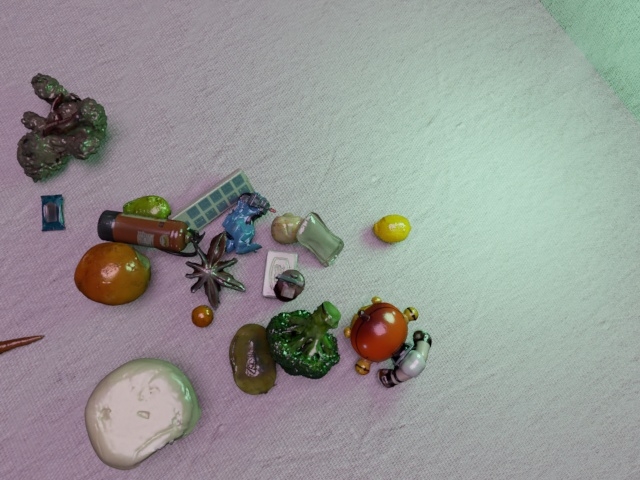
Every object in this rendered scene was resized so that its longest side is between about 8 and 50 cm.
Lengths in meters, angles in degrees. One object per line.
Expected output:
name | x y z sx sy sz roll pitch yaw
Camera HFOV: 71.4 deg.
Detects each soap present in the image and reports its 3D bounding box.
soap | -0.156 0.131 1.697 0.121 0.064 0.183 6 77 -7

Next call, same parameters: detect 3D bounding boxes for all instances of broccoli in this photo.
broccoli | -0.035 0.335 1.551 0.297 0.297 0.297 45 112 5

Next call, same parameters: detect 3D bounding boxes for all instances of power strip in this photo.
power strip | -0.423 -0.138 1.715 0.367 0.106 0.043 -38 39 -13

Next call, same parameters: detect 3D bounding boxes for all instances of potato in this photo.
potato | -0.239 0.418 1.579 0.169 0.143 0.248 4 71 -29

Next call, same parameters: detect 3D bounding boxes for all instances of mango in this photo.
mango | -0.653 -0.110 1.683 0.178 0.100 0.119 1 88 1

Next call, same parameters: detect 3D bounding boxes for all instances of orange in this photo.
orange | -0.431 0.277 1.624 0.084 0.083 0.083 1 77 -6
orange | -0.718 0.116 1.554 0.240 0.240 0.240 1 77 -6

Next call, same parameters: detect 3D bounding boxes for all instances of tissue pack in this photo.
tissue pack | -1.010 -0.104 1.683 0.085 0.028 0.138 -5 82 -4

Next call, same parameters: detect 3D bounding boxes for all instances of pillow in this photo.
pillow | 0.000 0.000 1.703 0.233 0.038 0.130 43 77 -35

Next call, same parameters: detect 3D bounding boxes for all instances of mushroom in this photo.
mushroom | -0.122 -0.046 1.702 0.148 0.148 0.112 -7 59 -8

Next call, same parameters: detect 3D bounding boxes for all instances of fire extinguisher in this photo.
fire extinguisher | -0.588 -0.021 1.621 0.376 0.200 0.113 8 78 2
fire extinguisher | -0.111 0.154 1.527 0.105 0.269 0.104 2 78 -9

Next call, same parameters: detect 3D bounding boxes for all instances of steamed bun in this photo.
steamed bun | -0.582 0.553 1.469 0.334 0.233 0.312 -20 77 -19

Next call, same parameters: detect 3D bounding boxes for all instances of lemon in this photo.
lemon | 0.283 -0.048 1.760 0.155 0.114 0.114 0 77 -5

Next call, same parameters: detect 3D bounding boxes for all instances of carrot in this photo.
carrot | -1.083 0.366 1.557 0.216 0.048 0.048 -16 79 -15

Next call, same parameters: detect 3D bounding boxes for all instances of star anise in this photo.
star anise | -0.390 0.121 1.628 0.198 0.110 0.257 -25 104 -14

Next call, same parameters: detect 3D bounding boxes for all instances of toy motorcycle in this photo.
toy motorcycle | -0.279 -0.058 1.699 0.182 0.123 0.272 25 80 14

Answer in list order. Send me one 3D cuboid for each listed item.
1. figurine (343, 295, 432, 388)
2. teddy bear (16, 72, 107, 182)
figurine | 0.236 0.355 1.618 0.323 0.196 0.320 43 82 -6
teddy bear | -0.992 -0.392 1.663 0.357 0.224 0.367 31 77 16
